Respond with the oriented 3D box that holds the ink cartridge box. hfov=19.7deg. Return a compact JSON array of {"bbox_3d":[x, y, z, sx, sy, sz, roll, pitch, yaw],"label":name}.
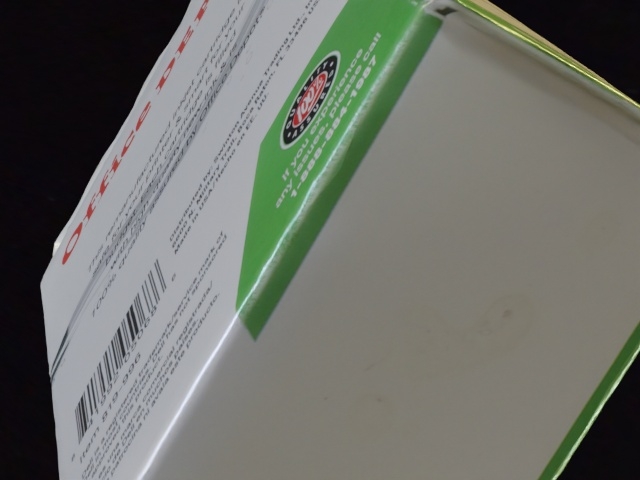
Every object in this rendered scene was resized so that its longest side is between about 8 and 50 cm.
[{"bbox_3d":[0.000,0.000,0.481,0.087,0.208,0.153,27,-78,-18],"label":"ink cartridge box"}]
